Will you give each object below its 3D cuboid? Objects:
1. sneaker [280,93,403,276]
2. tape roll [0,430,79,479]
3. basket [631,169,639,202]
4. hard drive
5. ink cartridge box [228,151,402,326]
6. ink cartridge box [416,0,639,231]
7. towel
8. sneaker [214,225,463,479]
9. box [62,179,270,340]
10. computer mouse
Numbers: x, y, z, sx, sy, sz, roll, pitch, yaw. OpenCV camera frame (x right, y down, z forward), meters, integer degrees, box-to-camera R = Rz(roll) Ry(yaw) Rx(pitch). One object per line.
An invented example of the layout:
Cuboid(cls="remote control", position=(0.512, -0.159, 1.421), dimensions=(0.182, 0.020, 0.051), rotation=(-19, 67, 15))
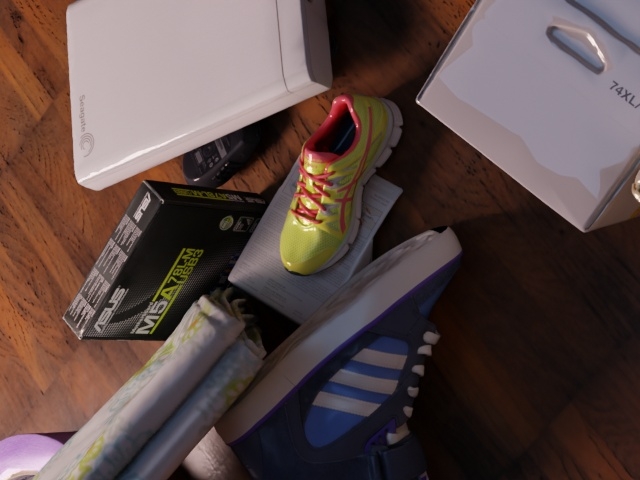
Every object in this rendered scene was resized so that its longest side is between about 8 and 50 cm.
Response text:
Cuboid(cls="sneaker", position=(0.003, -0.064, 2.031), dimensions=(0.081, 0.094, 0.208), rotation=(24, 91, 34))
Cuboid(cls="tape roll", position=(-0.308, 0.360, 2.273), dimensions=(0.275, 0.090, 0.274), rotation=(-3, 85, 38))
Cuboid(cls="basket", position=(0.474, -0.073, 1.537), dimensions=(0.331, 0.328, 0.266), rotation=(39, 113, 30))
Cuboid(cls="hard drive", position=(-0.143, -0.219, 2.182), dimensions=(0.353, 0.047, 0.233), rotation=(-21, 65, 36))
Cuboid(cls="ink cartridge box", position=(0.000, 0.000, 2.097), dimensions=(0.145, 0.045, 0.179), rotation=(30, 88, 36))
Cuboid(cls="ink cartridge box", position=(0.257, -0.152, 1.724), dimensions=(0.198, 0.270, 0.197), rotation=(40, 112, 18))
Cuboid(cls="towel", position=(-0.198, 0.207, 2.011), dimensions=(0.090, 0.320, 0.374), rotation=(41, 90, -4))
Cuboid(cls="sneaker", position=(0.074, 0.168, 1.988), dimensions=(0.323, 0.130, 0.236), rotation=(-41, 98, -3))
Cuboid(cls="box", position=(-0.162, 0.026, 2.117), dimensions=(0.045, 0.184, 0.190), rotation=(45, 113, 30))
Cuboid(cls="computer mouse", position=(-0.062, -0.139, 2.148), dimensions=(0.242, 0.041, 0.071), rotation=(-40, 48, 24))
